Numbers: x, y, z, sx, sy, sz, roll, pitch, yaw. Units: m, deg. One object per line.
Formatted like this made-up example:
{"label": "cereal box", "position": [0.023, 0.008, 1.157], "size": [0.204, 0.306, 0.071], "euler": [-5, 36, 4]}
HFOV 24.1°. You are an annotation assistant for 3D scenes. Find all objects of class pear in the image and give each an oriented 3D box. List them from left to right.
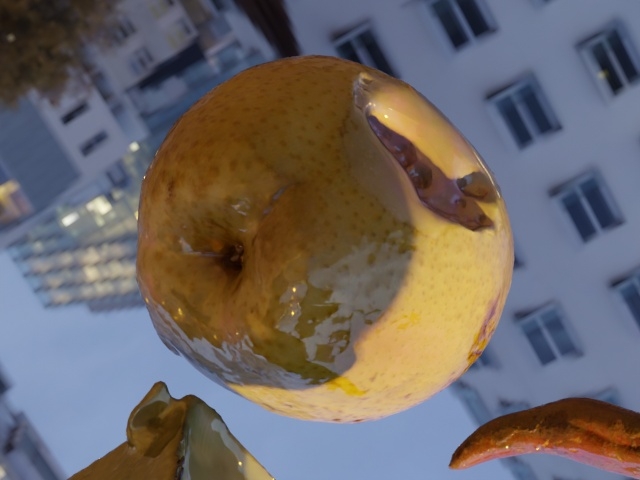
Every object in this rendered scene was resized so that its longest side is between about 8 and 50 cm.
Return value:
{"label": "pear", "position": [0.000, 0.000, 1.032], "size": [0.271, 0.271, 0.271], "euler": [-28, -163, 9]}

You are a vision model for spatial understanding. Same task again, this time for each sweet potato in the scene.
{"label": "sweet potato", "position": [0.237, 0.176, 1.317], "size": [0.255, 0.058, 0.078], "euler": [1, -122, 30]}

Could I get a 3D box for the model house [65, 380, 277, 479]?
{"label": "model house", "position": [-0.102, 0.306, 0.942], "size": [0.266, 0.321, 0.261], "euler": [-29, -154, 21]}
